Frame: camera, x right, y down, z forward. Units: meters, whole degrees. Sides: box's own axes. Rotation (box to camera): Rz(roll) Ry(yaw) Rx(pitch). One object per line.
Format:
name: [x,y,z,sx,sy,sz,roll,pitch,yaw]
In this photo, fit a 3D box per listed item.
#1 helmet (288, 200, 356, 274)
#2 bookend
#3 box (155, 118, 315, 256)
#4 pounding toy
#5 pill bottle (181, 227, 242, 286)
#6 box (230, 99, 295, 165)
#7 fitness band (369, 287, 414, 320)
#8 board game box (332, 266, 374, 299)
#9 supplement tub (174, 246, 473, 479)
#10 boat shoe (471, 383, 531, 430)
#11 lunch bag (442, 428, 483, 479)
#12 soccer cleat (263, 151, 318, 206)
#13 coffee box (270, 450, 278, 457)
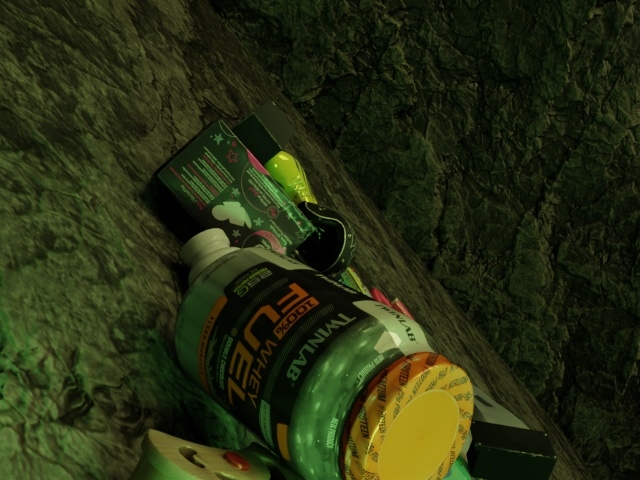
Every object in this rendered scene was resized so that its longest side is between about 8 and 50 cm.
helmet: [0.000,0.000,1.545,0.161,0.169,0.169,31,19,-13]
bookend: [0.343,0.436,1.288,0.156,0.157,0.072,10,25,-3]
box: [-0.155,-0.069,1.179,0.247,0.142,0.163,50,-8,-15]
pounding toy: [-0.119,0.279,0.637,0.154,0.155,0.269,27,-4,16]
pill bottle: [-0.136,0.076,1.021,0.184,0.103,0.103,57,14,18]
box: [-0.165,-0.202,1.466,0.103,0.184,0.261,49,14,-11]
fitness band: [0.230,0.254,1.892,0.291,0.054,0.209,52,14,3]
board game box: [0.049,0.162,1.337,0.170,0.141,0.048,60,15,26]
supplement tub: [-0.006,0.148,0.786,0.338,0.207,0.207,23,-12,46]
boat shoe: [0.366,0.460,1.585,0.136,0.156,0.367,14,10,-25]
lunch bag: [0.241,0.417,1.387,0.224,0.108,0.279,56,15,-9]
soccer cleat: [-0.047,-0.097,1.646,0.121,0.093,0.289,46,-14,48]
coffee box: [0.081,0.365,0.869,0.119,0.168,0.297,31,26,-56]
